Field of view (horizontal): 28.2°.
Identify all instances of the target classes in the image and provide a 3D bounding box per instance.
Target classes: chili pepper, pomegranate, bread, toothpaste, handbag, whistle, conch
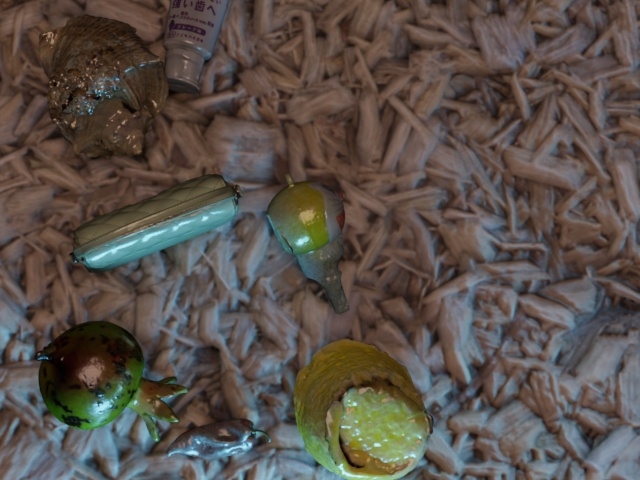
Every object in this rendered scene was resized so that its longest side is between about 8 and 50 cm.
[{"bbox_3d":[-0.149,0.291,1.863,0.153,0.041,0.050,-13,67,9],"label":"chili pepper"},{"bbox_3d":[-0.296,0.204,1.801,0.220,0.156,0.156,29,83,-6],"label":"pomegranate"},{"bbox_3d":[0.060,0.247,1.825,0.197,0.170,0.197,-1,95,-15],"label":"bread"},{"bbox_3d":[-0.178,-0.370,1.899,0.114,0.073,0.299,10,79,8],"label":"toothpaste"},{"bbox_3d":[-0.233,-0.028,1.788,0.256,0.219,0.079,-22,91,-8],"label":"handbag"},{"bbox_3d":[0.000,0.000,1.869,0.123,0.123,0.223,-26,102,-7],"label":"whistle"},{"bbox_3d":[-0.319,-0.229,1.838,0.178,0.163,0.245,-36,73,-10],"label":"conch"}]
